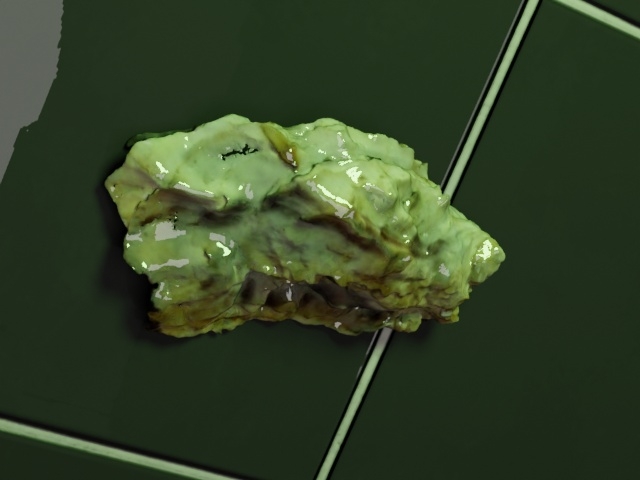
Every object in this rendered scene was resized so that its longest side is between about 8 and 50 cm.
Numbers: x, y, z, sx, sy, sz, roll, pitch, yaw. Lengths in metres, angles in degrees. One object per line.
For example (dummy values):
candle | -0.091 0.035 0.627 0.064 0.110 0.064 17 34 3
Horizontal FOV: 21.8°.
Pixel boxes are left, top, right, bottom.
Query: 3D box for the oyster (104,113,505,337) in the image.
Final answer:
oyster | 0.002 -0.001 1.359 0.354 0.107 0.201 0 111 -24
